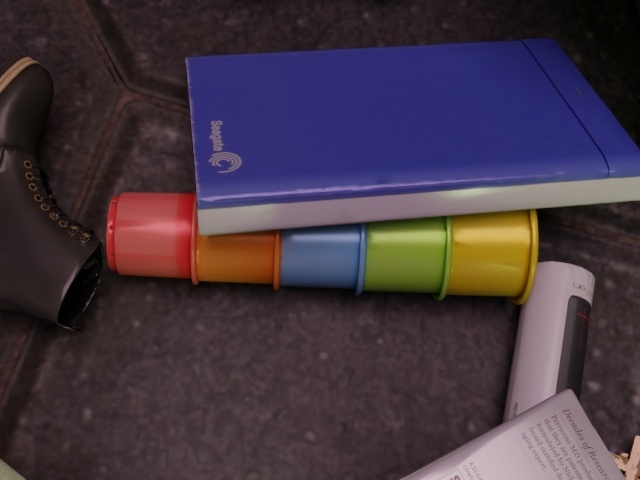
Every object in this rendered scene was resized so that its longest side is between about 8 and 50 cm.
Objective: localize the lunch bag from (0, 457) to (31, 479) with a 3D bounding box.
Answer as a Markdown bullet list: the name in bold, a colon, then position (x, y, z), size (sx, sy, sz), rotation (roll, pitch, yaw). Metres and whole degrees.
- **lunch bag**: position (-0.235, 0.223, 0.508), size (0.169, 0.287, 0.235), rotation (36, 69, 9)

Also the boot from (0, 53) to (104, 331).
- **boot**: position (-0.205, -0.033, 0.711), size (0.137, 0.077, 0.198), rotation (14, 81, 16)

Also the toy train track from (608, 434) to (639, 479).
- **toy train track**: position (0.219, 0.166, 0.721), size (0.083, 0.014, 0.048), rotation (19, 75, 8)

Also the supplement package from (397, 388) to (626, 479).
- **supplement package**: position (0.133, 0.254, 0.574), size (0.145, 0.204, 0.262), rotation (-25, 73, -13)

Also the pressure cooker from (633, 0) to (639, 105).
- **pressure cooker**: position (0.409, -0.279, 0.708), size (0.370, 0.420, 0.375), rotation (-7, 55, 26)

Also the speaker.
- **speaker**: position (0.174, 0.086, 0.725), size (0.055, 0.055, 0.136), rotation (15, 67, 0)

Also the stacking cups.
- **stacking cups**: position (0.000, 0.000, 0.719), size (0.316, 0.096, 0.096), rotation (1, 69, -5)

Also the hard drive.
- **hard drive**: position (0.059, -0.091, 0.740), size (0.318, 0.040, 0.210), rotation (-5, 38, -7)
